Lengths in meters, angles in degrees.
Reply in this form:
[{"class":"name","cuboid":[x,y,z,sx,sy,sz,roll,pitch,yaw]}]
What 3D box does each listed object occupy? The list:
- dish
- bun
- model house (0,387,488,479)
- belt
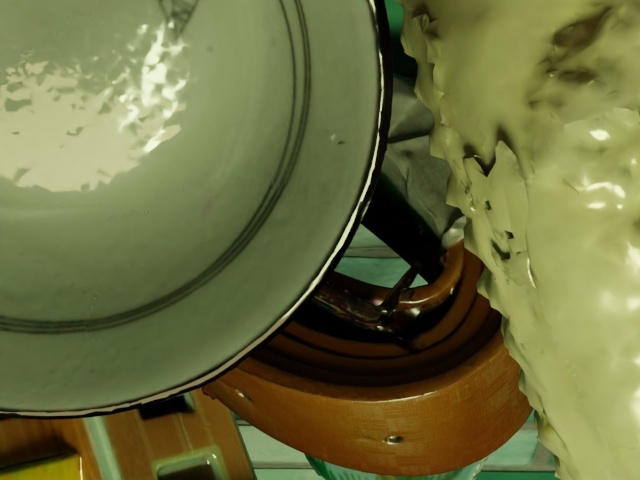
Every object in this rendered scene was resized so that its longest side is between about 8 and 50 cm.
[{"class":"dish","cuboid":[-0.124,-0.079,0.720,0.317,0.106,0.316,0,112,0]},{"class":"bun","cuboid":[0.158,-0.052,0.608,0.211,0.359,0.359,-17,148,13]},{"class":"model house","cuboid":[-0.105,0.159,0.927,0.300,0.323,0.340,-11,166,-43]},{"class":"belt","cuboid":[0.000,0.000,0.823,0.261,0.184,0.105,31,159,27]}]
